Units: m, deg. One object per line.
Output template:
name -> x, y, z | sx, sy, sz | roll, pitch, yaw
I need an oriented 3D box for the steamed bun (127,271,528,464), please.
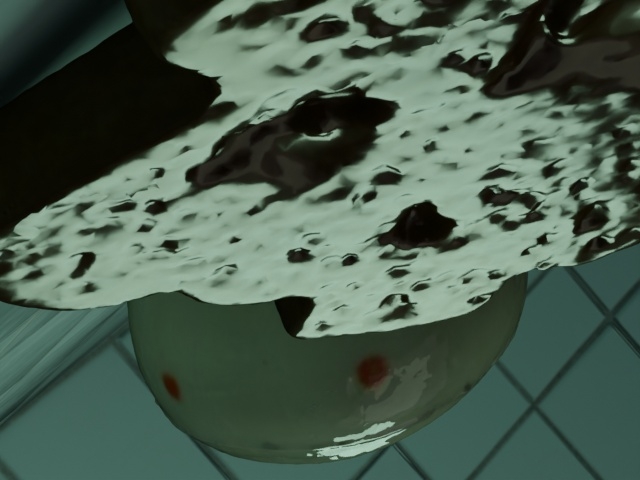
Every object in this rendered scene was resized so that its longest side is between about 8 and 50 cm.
steamed bun -> 0.000, 0.000, 0.792 | 0.177, 0.130, 0.228 | -1, -156, 17

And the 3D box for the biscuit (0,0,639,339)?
biscuit -> 0.066, -0.062, 0.399 | 0.278, 0.043, 0.301 | -4, 153, -29
